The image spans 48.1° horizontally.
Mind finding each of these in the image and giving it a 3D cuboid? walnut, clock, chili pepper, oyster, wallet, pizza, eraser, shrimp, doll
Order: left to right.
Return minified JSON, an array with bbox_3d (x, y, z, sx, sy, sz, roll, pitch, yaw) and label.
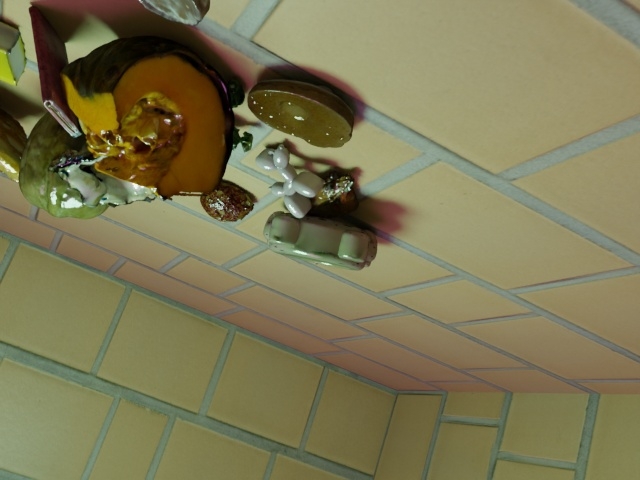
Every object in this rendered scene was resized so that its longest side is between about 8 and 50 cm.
[{"bbox_3d":[-0.725,-0.415,1.473,0.226,0.069,0.158,22,162,-9],"label":"eraser"},{"bbox_3d":[-0.842,-0.281,1.772,0.409,0.114,0.278,45,179,-9],"label":"pizza"},{"bbox_3d":[-0.495,-0.315,1.335,0.025,0.232,0.119,-20,155,3],"label":"wallet"},{"bbox_3d":[-0.578,-0.185,1.687,0.227,0.283,0.283,18,161,-3],"label":"walnut"},{"bbox_3d":[-0.449,-0.144,1.558,0.259,0.092,0.198,-10,142,-22],"label":"oyster"},{"bbox_3d":[-0.173,-0.282,1.390,0.055,0.035,0.118,42,163,-23],"label":"chili pepper"},{"bbox_3d":[-0.074,-0.140,1.585,0.160,0.059,0.161,37,148,5],"label":"doll"},{"bbox_3d":[0.000,0.000,1.769,0.284,0.114,0.309,14,177,2],"label":"clock"},{"bbox_3d":[0.027,-0.102,1.673,0.154,0.062,0.294,11,167,-13],"label":"shrimp"}]

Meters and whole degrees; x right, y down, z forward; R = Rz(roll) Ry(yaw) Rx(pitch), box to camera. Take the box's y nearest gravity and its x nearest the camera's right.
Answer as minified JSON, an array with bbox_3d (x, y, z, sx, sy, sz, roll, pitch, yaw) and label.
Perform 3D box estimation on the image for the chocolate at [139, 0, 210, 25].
[{"bbox_3d":[-0.236,-0.417,0.995,0.157,0.080,0.254,25,165,29],"label":"chocolate"}]

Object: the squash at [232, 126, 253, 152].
[{"bbox_3d":[-0.323,-0.243,1.537,0.378,0.101,0.101,14,161,12],"label":"squash"}]

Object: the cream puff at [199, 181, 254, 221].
[{"bbox_3d":[-0.252,-0.096,1.907,0.149,0.084,0.149,17,164,5],"label":"cream puff"}]

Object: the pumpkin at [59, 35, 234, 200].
[{"bbox_3d":[-0.309,-0.228,1.323,0.225,0.256,0.303,16,132,35],"label":"pumpkin"}]

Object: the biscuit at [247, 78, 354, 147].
[{"bbox_3d":[-0.032,-0.243,1.333,0.208,0.049,0.181,22,161,-10],"label":"biscuit"}]
